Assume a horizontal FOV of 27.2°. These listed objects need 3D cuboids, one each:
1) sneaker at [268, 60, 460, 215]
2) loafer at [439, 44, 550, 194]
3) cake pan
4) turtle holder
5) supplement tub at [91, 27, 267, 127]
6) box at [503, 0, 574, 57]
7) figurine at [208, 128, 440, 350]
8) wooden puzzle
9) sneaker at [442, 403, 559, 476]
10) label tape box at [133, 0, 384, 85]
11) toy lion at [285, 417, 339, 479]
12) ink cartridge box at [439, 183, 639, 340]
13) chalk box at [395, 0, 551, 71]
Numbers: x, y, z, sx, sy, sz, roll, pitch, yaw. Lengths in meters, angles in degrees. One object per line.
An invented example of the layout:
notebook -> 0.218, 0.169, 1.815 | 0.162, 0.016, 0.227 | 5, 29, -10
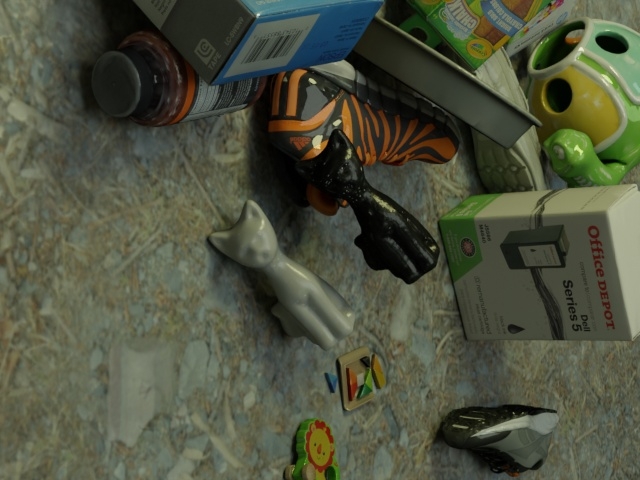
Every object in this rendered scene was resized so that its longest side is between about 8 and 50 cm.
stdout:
sneaker -> 0.046, -0.109, 1.691 | 0.321, 0.124, 0.180 | 19, 76, -39
loafer -> 0.279, -0.174, 1.991 | 0.111, 0.112, 0.319 | -45, 122, -35
cake pan -> 0.151, -0.207, 1.719 | 0.293, 0.293, 0.054 | 24, 102, -50
turtle holder -> 0.421, -0.205, 2.099 | 0.227, 0.243, 0.320 | 48, 69, -23
supplement tub -> -0.153, -0.180, 1.428 | 0.198, 0.106, 0.106 | -18, 102, -51
box -> 0.334, -0.372, 2.004 | 0.145, 0.038, 0.186 | -33, 158, -22
figurine -> 0.000, 0.000, 1.569 | 0.215, 0.092, 0.209 | -39, 121, 3
wooden puzzle -> 0.050, 0.181, 1.744 | 0.116, 0.014, 0.078 | -29, 110, -49
sneaker -> 0.272, 0.299, 1.962 | 0.271, 0.100, 0.108 | 10, 85, -52
label tape box -> -0.122, -0.330, 1.444 | 0.334, 0.106, 0.240 | 49, 36, 16
toy lion -> -0.003, 0.277, 1.659 | 0.100, 0.034, 0.096 | 57, 39, -34
ink cartridge box -> 0.331, 0.035, 1.910 | 0.115, 0.273, 0.198 | -32, 112, -49
chalk box -> 0.197, -0.338, 1.836 | 0.132, 0.213, 0.132 | 37, 15, -40
